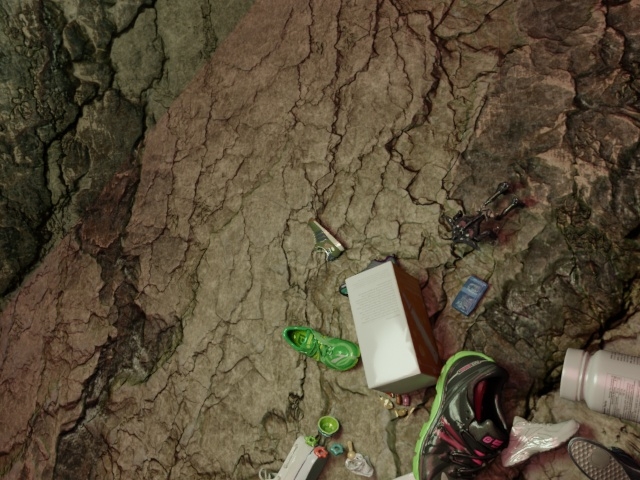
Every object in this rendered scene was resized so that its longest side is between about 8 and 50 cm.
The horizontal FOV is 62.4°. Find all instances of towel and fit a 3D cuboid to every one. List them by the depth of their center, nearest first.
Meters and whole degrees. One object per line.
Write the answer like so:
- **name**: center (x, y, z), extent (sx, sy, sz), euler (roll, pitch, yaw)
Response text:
- **towel**: center (0.461, 0.171, 1.637), extent (0.067, 0.029, 0.119), euler (34, 91, 34)

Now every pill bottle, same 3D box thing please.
- **pill bottle**: center (0.764, 0.366, 1.323), extent (0.283, 0.160, 0.160), euler (9, 78, 31)

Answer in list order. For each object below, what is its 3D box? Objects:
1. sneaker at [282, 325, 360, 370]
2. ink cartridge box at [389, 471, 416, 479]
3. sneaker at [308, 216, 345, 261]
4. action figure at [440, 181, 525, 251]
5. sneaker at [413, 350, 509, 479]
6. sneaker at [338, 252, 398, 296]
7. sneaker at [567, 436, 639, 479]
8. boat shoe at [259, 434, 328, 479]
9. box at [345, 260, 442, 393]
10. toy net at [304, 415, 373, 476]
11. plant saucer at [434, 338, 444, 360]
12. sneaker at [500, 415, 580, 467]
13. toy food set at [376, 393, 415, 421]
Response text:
- **sneaker**: center (-0.006, 0.360, 1.777), extent (0.295, 0.123, 0.109), euler (11, 78, 31)
- **ink cartridge box**: center (0.203, 0.800, 1.512), extent (0.273, 0.115, 0.198), euler (-30, 61, 17)
- **sneaker**: center (0.000, 0.000, 1.932), extent (0.086, 0.064, 0.192), euler (-47, 60, 2)
- **action figure**: center (0.494, -0.053, 1.635), extent (0.276, 0.141, 0.164), euler (-37, 60, -5)
- **sneaker**: center (0.392, 0.542, 1.431), extent (0.202, 0.185, 0.483), euler (-4, 70, 58)
- **sneaker**: center (0.165, 0.120, 1.807), extent (0.224, 0.083, 0.098), euler (-21, 43, 17)
- **sneaker**: center (0.690, 0.539, 1.290), extent (0.226, 0.163, 0.086), euler (31, 94, 7)
- **boat shoe**: center (-0.133, 0.792, 1.693), extent (0.156, 0.136, 0.367), euler (27, 85, 33)
- **box**: center (0.226, 0.271, 1.610), extent (0.168, 0.215, 0.345), euler (-24, 60, 24)
- **toy net**: center (0.063, 0.652, 1.644), extent (0.232, 0.122, 0.045), euler (31, 127, 33)
- **plant saucer**: center (0.344, 0.347, 1.651), extent (0.083, 0.015, 0.083), euler (-10, 68, 26)
- **sneaker**: center (0.574, 0.518, 1.421), extent (0.232, 0.090, 0.115), euler (-31, 57, 16)
- **toy food set**: center (0.241, 0.506, 1.653), extent (0.122, 0.019, 0.078), euler (36, 92, 41)
